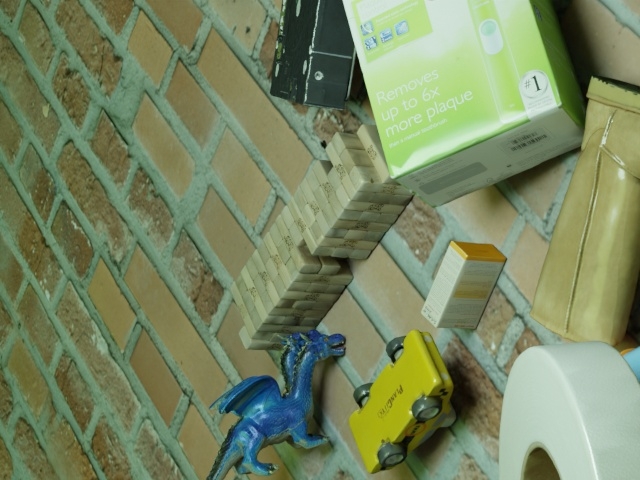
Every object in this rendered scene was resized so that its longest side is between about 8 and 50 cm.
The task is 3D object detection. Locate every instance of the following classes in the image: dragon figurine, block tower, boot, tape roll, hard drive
[{"bbox_3d":[-0.085,0.219,2.339,0.144,0.289,0.085,63,164,-5],"label":"dragon figurine"},{"bbox_3d":[0.000,0.000,2.335,0.335,0.091,0.097,-56,45,35],"label":"block tower"},{"bbox_3d":[0.323,-0.015,1.894,0.236,0.089,0.269,35,115,62],"label":"boot"},{"bbox_3d":[0.247,0.288,1.737,0.392,0.072,0.392,175,90,-81],"label":"tape roll"},{"bbox_3d":[0.007,-0.338,2.316,0.237,0.064,0.339,-151,67,-76],"label":"hard drive"}]

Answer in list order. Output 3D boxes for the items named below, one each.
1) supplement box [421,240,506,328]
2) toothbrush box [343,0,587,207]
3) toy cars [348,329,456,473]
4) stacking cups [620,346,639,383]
[{"bbox_3d":[0.164,0.051,2.123,0.036,0.062,0.098,46,122,45],"label":"supplement box"},{"bbox_3d":[0.156,-0.211,2.044,0.206,0.122,0.283,-22,64,20],"label":"toothbrush box"},{"bbox_3d":[0.102,0.291,2.174,0.176,0.087,0.394,18,104,59],"label":"toy cars"},{"bbox_3d":[0.347,0.133,1.851,0.316,0.096,0.096,-35,59,53],"label":"stacking cups"}]
